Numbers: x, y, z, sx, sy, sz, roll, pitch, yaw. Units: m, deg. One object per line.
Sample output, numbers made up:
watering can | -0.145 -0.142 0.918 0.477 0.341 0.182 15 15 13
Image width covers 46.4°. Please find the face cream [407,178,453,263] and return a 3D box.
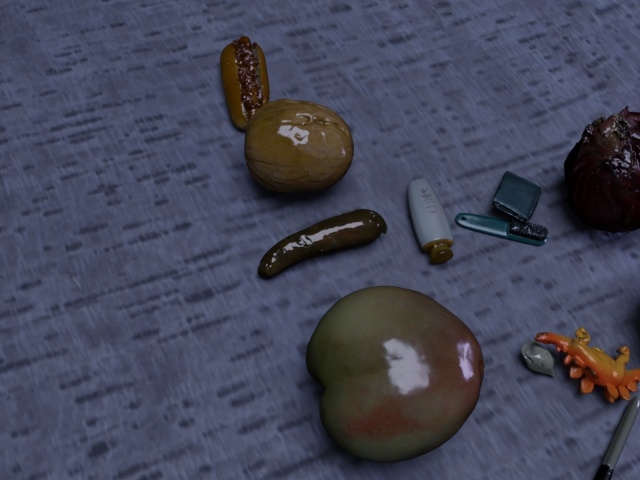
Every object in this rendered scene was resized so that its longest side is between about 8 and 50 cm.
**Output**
face cream | 0.220 -0.040 1.505 0.072 0.051 0.182 -7 60 -12

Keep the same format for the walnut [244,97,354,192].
walnut | -0.041 -0.184 1.481 0.222 0.195 0.195 4 59 -13

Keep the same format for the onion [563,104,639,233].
onion | 0.627 -0.150 1.525 0.281 0.281 0.221 -44 33 -26

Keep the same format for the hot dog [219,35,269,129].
hot dog | -0.164 -0.352 1.622 0.102 0.076 0.249 -5 62 -6

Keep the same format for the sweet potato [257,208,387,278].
sweet potato | 0.000 0.000 1.445 0.273 0.075 0.075 -19 64 -15

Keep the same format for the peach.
peach | 0.123 0.214 1.231 0.292 0.247 0.292 -9 53 13

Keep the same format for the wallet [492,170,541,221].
wallet | 0.410 -0.090 1.561 0.088 0.026 0.129 28 43 8

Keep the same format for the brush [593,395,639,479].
brush | 0.503 0.385 1.304 0.042 0.039 0.299 31 60 12

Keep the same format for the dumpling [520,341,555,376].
dumpling | 0.407 0.215 1.389 0.077 0.043 0.059 20 38 8

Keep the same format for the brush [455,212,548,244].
brush | 0.374 -0.031 1.531 0.193 0.032 0.043 14 60 -1

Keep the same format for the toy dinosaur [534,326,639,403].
toy dinosaur | 0.523 0.240 1.370 0.288 0.070 0.117 22 51 -5
